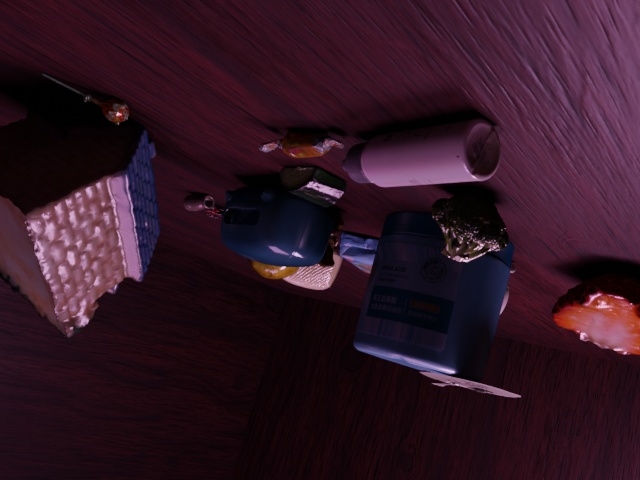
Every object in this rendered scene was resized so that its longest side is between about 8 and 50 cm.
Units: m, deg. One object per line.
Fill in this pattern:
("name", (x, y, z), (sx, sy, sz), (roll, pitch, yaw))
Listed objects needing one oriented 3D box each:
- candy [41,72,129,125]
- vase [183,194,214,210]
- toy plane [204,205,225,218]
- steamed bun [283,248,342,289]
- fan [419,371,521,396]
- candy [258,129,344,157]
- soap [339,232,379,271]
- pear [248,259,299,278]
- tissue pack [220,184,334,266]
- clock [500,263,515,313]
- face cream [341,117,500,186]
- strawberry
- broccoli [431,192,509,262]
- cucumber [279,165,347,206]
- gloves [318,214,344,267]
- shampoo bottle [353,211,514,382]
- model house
("candy", (-0.480, -0.296, 1.272), (0.184, 0.049, 0.055), (26, 138, -15))
("vase", (-0.382, -0.119, 1.963), (0.100, 0.053, 0.053), (1, 162, 42))
("toy plane", (-0.368, -0.106, 2.051), (0.145, 0.037, 0.060), (17, 166, -9))
("steamed bun", (-0.055, 0.068, 2.155), (0.238, 0.170, 0.152), (19, -171, -13))
("fan", (0.337, 0.353, 1.540), (0.232, 0.012, 0.415), (17, 166, -3))
("candy", (-0.032, -0.180, 1.146), (0.182, 0.047, 0.053), (3, 160, 34))
("soap", (0.173, 0.059, 1.960), (0.156, 0.077, 0.293), (11, 168, 28))
("pear", (-0.139, 0.023, 1.970), (0.197, 0.197, 0.197), (16, 169, 3))
("tissue pack", (-0.126, -0.041, 1.575), (0.206, 0.198, 0.287), (22, 170, -37))
("clock", (0.452, 0.148, 1.685), (0.062, 0.191, 0.151), (19, 170, -12))
("face cream", (0.138, -0.132, 1.003), (0.092, 0.092, 0.311), (24, 166, -35))
("strawberry", (0.712, 0.153, 1.498), (0.265, 0.149, 0.336), (19, 161, 26))
("broccoli", (0.296, -0.025, 1.215), (0.162, 0.138, 0.146), (12, -152, -26))
("cucumber", (-0.018, -0.120, 1.389), (0.115, 0.062, 0.116), (20, 171, -36))
("gloves", (-0.016, -0.003, 1.751), (0.141, 0.154, 0.331), (14, 176, 1))
("shampoo bottle", (0.276, 0.146, 1.536), (0.331, 0.343, 0.331), (16, 170, 3))
("model house", (-0.588, -0.090, 1.477), (0.445, 0.400, 0.395), (30, 140, 29))
